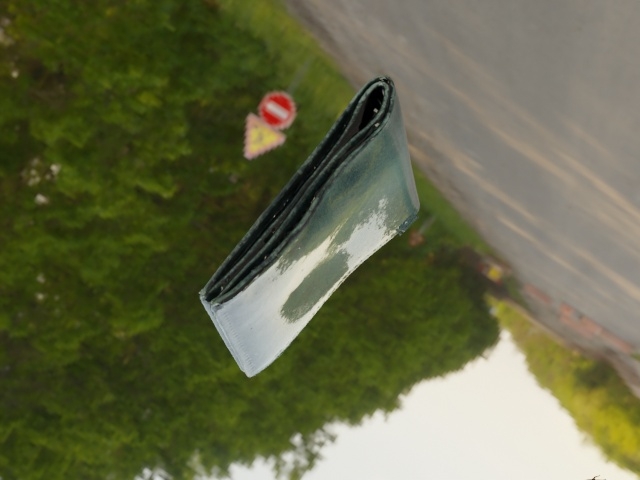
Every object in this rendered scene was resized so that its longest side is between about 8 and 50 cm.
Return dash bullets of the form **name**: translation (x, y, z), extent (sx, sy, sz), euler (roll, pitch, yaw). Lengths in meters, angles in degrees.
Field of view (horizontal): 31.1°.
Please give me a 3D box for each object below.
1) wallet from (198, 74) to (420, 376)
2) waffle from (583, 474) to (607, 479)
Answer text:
- **wallet**: translation (0.001, 0.001, 1.181), extent (0.054, 0.290, 0.251), euler (34, 166, 21)
- **waffle**: translation (0.104, 0.178, 0.647), extent (0.021, 0.135, 0.092), euler (63, -169, -7)
